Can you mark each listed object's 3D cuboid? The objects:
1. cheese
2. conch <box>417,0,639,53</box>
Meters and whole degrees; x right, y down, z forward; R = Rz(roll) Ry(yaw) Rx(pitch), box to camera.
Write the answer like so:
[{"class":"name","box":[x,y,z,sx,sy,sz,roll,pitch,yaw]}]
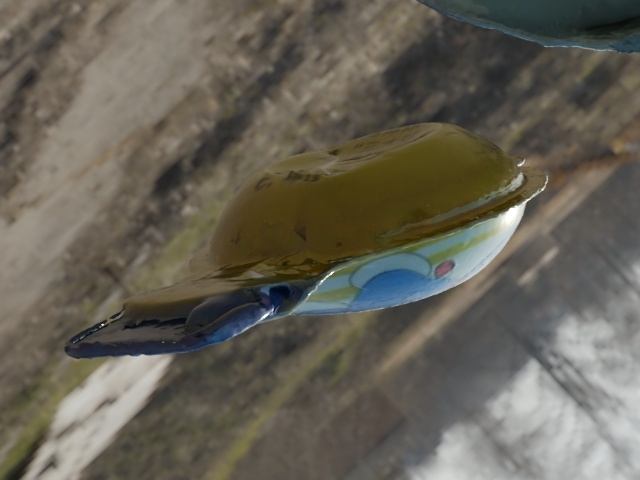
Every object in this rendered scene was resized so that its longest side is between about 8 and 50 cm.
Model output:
[{"class":"cheese","box":[0.000,0.000,0.748,0.177,0.069,0.270,-6,-167,39]},{"class":"conch","box":[0.075,-0.096,0.399,0.180,0.088,0.065,-17,-151,-8]}]
